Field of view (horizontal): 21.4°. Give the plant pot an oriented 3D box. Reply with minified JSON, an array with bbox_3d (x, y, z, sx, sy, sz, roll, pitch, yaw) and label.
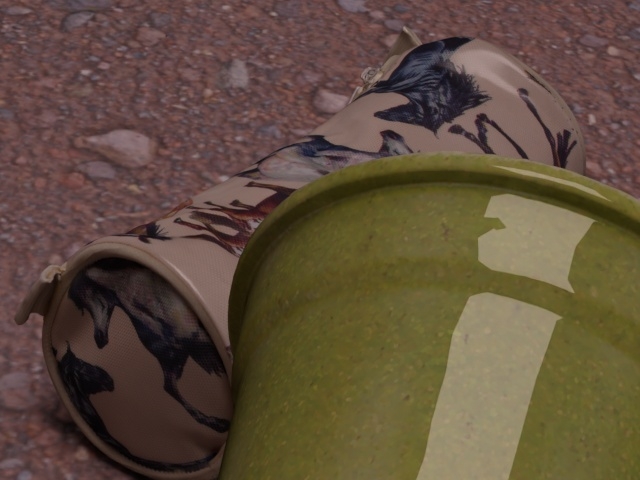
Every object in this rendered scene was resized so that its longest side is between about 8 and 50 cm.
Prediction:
[{"bbox_3d":[0.050,0.148,0.729,0.276,0.276,0.254,15,48,10],"label":"plant pot"}]

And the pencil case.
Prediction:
[{"bbox_3d":[0.000,0.000,1.119,0.183,0.160,0.410,36,44,21],"label":"pencil case"}]
